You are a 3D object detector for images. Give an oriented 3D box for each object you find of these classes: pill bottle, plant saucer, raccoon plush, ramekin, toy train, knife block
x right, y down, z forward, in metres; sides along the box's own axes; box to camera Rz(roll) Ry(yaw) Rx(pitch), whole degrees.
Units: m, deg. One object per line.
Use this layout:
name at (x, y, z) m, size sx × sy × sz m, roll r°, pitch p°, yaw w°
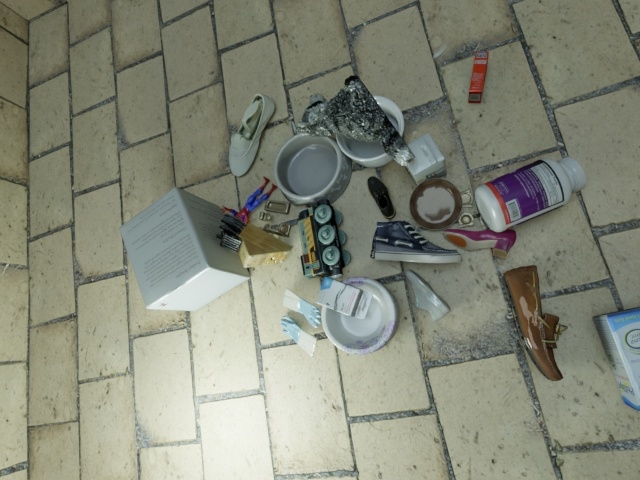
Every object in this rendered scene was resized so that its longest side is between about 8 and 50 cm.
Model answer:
pill bottle at (0.723, -0.167, 1.422) m, size 0.323 × 0.181 × 0.181 m, roll -24°, pitch 73°, yaw 8°
plant saucer at (0.442, -0.139, 1.578) m, size 0.199 × 0.036 × 0.198 m, roll 1°, pitch 94°, yaw 11°
raccoon plush at (0.102, -0.397, 1.522) m, size 0.299 × 0.216 × 0.446 m, roll -36°, pitch 62°, yaw 18°
ramekin at (0.213, -0.435, 1.682) m, size 0.277 × 0.135 × 0.277 m, roll -4°, pitch 77°, yaw 18°
toy train at (0.000, 0.000, 1.676) m, size 0.190 × 0.142 × 0.334 m, roll -18°, pitch 74°, yaw 25°
knife block at (-0.287, -0.012, 1.721) m, size 0.088 × 0.276 × 0.242 m, roll -57°, pitch 49°, yaw 45°

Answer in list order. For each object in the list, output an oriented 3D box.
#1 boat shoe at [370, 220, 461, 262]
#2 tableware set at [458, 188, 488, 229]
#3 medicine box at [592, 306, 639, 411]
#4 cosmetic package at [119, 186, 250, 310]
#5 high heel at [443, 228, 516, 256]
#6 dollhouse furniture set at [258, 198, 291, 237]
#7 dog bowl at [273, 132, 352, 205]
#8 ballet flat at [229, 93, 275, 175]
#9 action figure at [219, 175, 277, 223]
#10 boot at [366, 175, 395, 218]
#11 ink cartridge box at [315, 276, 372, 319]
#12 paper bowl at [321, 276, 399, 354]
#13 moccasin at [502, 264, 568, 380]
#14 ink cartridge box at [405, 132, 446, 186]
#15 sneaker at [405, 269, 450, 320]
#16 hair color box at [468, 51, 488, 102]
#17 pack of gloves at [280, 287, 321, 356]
boat shoe at (0.357, 0.003, 1.547) m, size 0.341 × 0.127 × 0.158 m, roll 3°, pitch 88°, yaw 20°
tableware set at (0.591, -0.120, 1.551) m, size 0.141 × 0.020 × 0.168 m, roll -6°, pitch 78°, yaw 18°
medicine box at (1.036, 0.340, 1.237) m, size 0.263 × 0.149 × 0.289 m, roll -17°, pitch 74°, yaw 15°
cosmetic package at (-0.575, 0.053, 1.756) m, size 0.329 × 0.327 × 0.393 m, roll -31°, pitch 70°, yaw 11°
high heel at (0.589, -0.023, 1.516) m, size 0.244 × 0.082 × 0.117 m, roll 16°, pitch 56°, yaw 34°
dollhouse furniture set at (-0.206, -0.108, 1.768) m, size 0.144 × 0.123 × 0.151 m, roll 10°, pitch 83°, yaw 20°
dog bowl at (-0.044, -0.312, 1.766) m, size 0.349 × 0.102 × 0.348 m, roll -4°, pitch 77°, yaw 18°
ballet flat at (-0.340, -0.498, 1.889) m, size 0.139 × 0.139 × 0.400 m, roll 24°, pitch 88°, yaw 22°
action figure at (-0.329, -0.166, 1.821) m, size 0.091 × 0.139 × 0.280 m, roll 41°, pitch 97°, yaw 23°
boot at (0.235, -0.190, 1.625) m, size 0.077 × 0.137 × 0.198 m, roll -32°, pitch 70°, yaw 10°
ink cartridge box at (0.086, 0.208, 1.482) m, size 0.180 × 0.060 × 0.104 m, roll 18°, pitch 85°, yaw 22°
paper bowl at (0.157, 0.283, 1.553) m, size 0.284 × 0.148 × 0.284 m, roll -4°, pitch 79°, yaw 19°
moccasin at (0.738, 0.270, 1.371) m, size 0.147 × 0.139 × 0.380 m, roll -18°, pitch 65°, yaw 24°
ink cartridge box at (0.394, -0.301, 1.570) m, size 0.127 × 0.176 × 0.128 m, roll -30°, pitch 71°, yaw 11°
sneaker at (0.380, 0.207, 1.534) m, size 0.094 × 0.080 × 0.212 m, roll -46°, pitch 70°, yaw 18°
hair color box at (0.619, -0.638, 1.605) m, size 0.053 × 0.093 × 0.167 m, roll 8°, pitch 83°, yaw 19°
pack of gloves at (-0.072, 0.322, 1.647) m, size 0.232 × 0.046 × 0.195 m, roll 26°, pitch 111°, yaw 43°
